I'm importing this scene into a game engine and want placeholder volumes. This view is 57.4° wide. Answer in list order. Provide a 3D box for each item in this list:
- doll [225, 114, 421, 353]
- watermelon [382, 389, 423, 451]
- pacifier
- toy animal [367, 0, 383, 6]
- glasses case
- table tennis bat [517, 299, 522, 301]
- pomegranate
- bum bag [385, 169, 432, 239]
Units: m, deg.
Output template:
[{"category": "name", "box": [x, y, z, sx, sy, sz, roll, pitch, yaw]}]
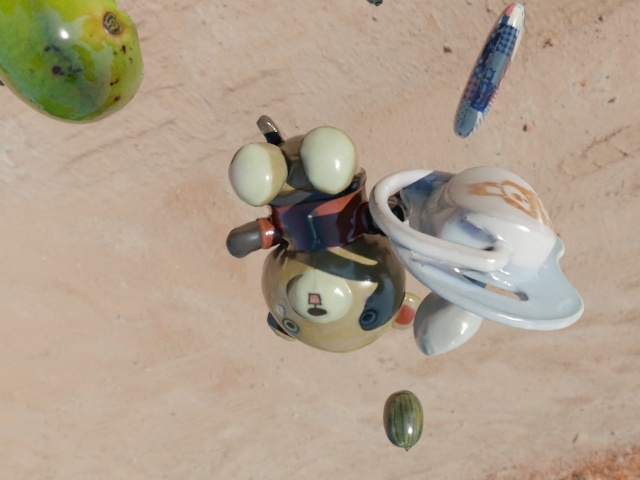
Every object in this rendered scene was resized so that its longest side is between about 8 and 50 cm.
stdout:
[{"category": "doll", "box": [0.000, 0.000, 0.767, 0.235, 0.174, 0.330, -9, 116, 11]}, {"category": "watermelon", "box": [0.156, 0.337, 1.097, 0.078, 0.111, 0.078, 4, 160, 2]}, {"category": "pacifier", "box": [0.148, 0.032, 0.638, 0.227, 0.279, 0.207, 17, 119, 5]}, {"category": "toy animal", "box": [0.063, -0.591, 1.214, 0.057, 0.099, 0.241, -30, 115, 15]}, {"category": "glasses case", "box": [0.404, -0.401, 1.403, 0.076, 0.125, 0.327, 27, 107, 18]}, {"category": "table tennis bat", "box": [0.457, 0.150, 1.336, 0.100, 0.019, 0.155, -9, 180, 29]}, {"category": "pomegranate", "box": [-0.518, -0.347, 1.082, 0.358, 0.216, 0.310, -7, 130, 24]}, {"category": "bum bag", "box": [0.140, -0.035, 1.287, 0.340, 0.095, 0.144, -24, 97, 9]}]
